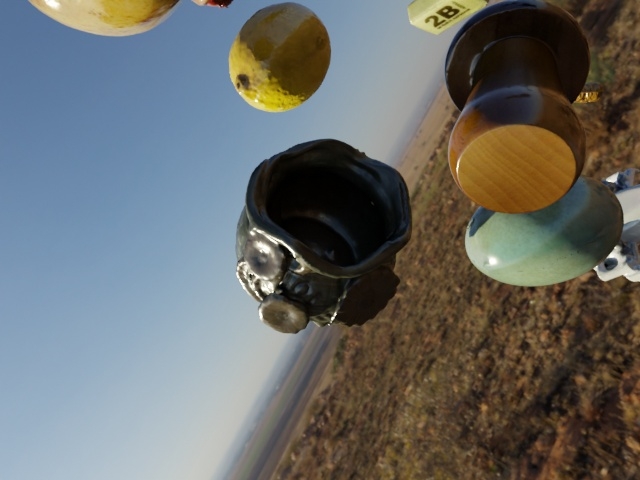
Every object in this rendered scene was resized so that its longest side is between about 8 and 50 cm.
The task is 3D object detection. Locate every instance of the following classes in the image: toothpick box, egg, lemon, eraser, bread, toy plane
[{"bbox_3d":[0.252,-0.179,0.739,0.192,0.192,0.294,117,172,-47],"label":"toothpick box"},{"bbox_3d":[0.339,-0.015,0.886,0.237,0.169,0.169,-23,20,31],"label":"egg"},{"bbox_3d":[-0.094,-0.435,1.366,0.263,0.236,0.236,-45,-1,4],"label":"lemon"},{"bbox_3d":[0.314,-0.580,1.407,0.172,0.117,0.058,-17,73,49],"label":"eraser"},{"bbox_3d":[0.681,-0.397,1.551,0.044,0.157,0.052,-73,-23,-59],"label":"bread"},{"bbox_3d":[0.569,-0.037,1.047,0.252,0.118,0.252,-47,25,30],"label":"toy plane"}]

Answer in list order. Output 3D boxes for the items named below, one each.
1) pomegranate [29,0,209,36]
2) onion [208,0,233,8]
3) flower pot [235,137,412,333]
[{"bbox_3d":[-0.308,-0.521,0.884,0.416,0.417,0.416,-61,-2,-3],"label":"pomegranate"},{"bbox_3d":[-0.320,-0.751,1.630,0.147,0.184,0.184,1,53,48],"label":"onion"},{"bbox_3d":[0.000,0.000,0.949,0.301,0.302,0.213,-60,-5,-36],"label":"flower pot"}]
